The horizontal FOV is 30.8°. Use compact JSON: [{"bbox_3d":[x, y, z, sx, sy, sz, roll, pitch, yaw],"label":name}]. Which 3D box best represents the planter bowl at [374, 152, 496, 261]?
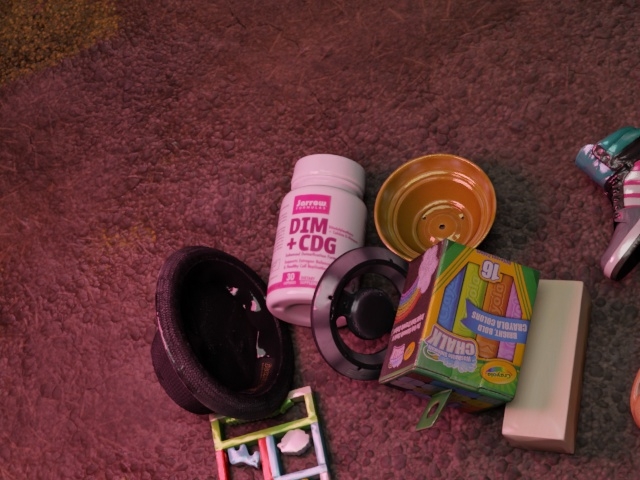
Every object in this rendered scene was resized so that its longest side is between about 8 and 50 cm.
[{"bbox_3d":[0.210,-0.040,2.068,0.217,0.090,0.217,-6,64,13],"label":"planter bowl"}]

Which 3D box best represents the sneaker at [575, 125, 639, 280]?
[{"bbox_3d":[0.506,-0.084,1.979,0.178,0.123,0.295,28,68,21],"label":"sneaker"}]

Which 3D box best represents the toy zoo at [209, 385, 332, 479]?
[{"bbox_3d":[-0.076,0.410,1.974,0.192,0.030,0.293,-16,61,9],"label":"toy zoo"}]

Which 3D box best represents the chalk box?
[{"bbox_3d":[0.218,0.173,1.879,0.179,0.180,0.288,19,72,-10],"label":"chalk box"}]

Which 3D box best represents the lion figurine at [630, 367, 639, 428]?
[{"bbox_3d":[0.596,0.305,1.779,0.240,0.142,0.392,-51,46,8],"label":"lion figurine"}]

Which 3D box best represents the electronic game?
[{"bbox_3d":[0.082,0.124,1.970,0.048,0.229,0.229,2,60,58],"label":"electronic game"}]

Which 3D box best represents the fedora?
[{"bbox_3d":[-0.199,0.180,2.023,0.152,0.334,0.334,-37,55,33],"label":"fedora"}]

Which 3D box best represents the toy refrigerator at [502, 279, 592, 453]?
[{"bbox_3d":[0.375,0.206,1.904,0.102,0.094,0.269,1,65,25],"label":"toy refrigerator"}]

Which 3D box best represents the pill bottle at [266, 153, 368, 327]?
[{"bbox_3d":[0.000,0.000,2.071,0.161,0.160,0.283,0,65,17],"label":"pill bottle"}]
